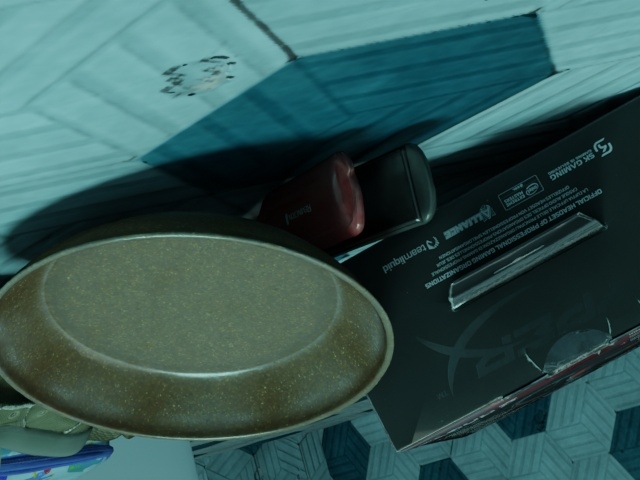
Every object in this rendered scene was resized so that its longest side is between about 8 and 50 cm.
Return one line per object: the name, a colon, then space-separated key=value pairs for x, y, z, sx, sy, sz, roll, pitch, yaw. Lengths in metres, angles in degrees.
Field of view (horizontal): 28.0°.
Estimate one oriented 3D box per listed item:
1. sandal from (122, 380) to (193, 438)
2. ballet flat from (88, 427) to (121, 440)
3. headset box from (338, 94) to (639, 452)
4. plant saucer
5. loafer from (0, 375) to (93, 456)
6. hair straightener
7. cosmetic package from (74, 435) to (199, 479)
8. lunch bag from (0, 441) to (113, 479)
sandal: x=-0.084 y=0.060 z=0.815 sx=0.090 sy=0.060 sz=0.219 roll=-38 pitch=-178 yaw=22
ballet flat: x=-0.191 y=0.108 z=0.913 sx=0.058 sy=0.084 sz=0.250 roll=-11 pitch=174 yaw=-30
headset box: x=0.134 y=0.027 z=0.766 sx=0.218 sy=0.110 sz=0.293 roll=-30 pitch=168 yaw=9
plant saucer: x=-0.063 y=0.041 z=0.633 sx=0.198 sy=0.036 sz=0.199 roll=-1 pitch=145 yaw=-1
loafer: x=-0.186 y=0.062 z=0.698 sx=0.087 sy=0.094 sz=0.251 roll=-52 pitch=162 yaw=5
hair straightener: x=0.000 y=0.000 z=0.693 sx=0.089 sy=0.047 sz=0.230 roll=-10 pitch=167 yaw=-28
cosmetic package: x=-0.299 y=0.283 z=1.486 sx=0.224 sy=0.138 sz=0.224 roll=-22 pitch=168 yaw=36
lunch bag: x=-0.310 y=0.192 z=1.143 sx=0.219 sy=0.090 sz=0.176 roll=-25 pitch=163 yaw=36
